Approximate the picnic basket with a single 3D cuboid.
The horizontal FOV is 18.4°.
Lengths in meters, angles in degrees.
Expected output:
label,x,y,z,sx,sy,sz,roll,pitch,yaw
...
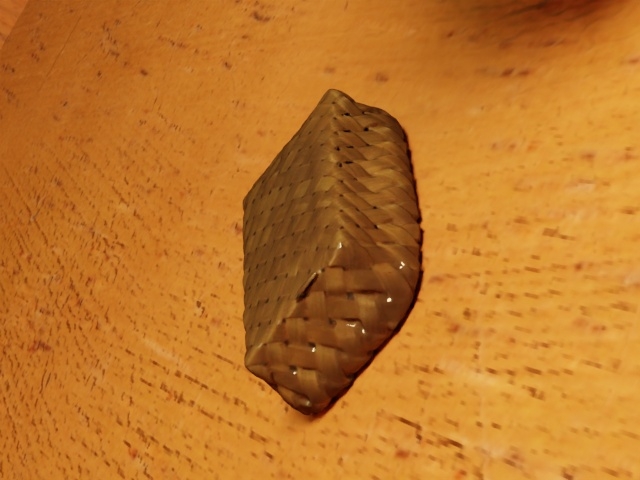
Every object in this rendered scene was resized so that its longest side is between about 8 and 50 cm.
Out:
label,x,y,z,sx,sy,sz,roll,pitch,yaw
picnic basket,0.000,0.000,1.042,0.110,0.055,0.193,-51,22,24
